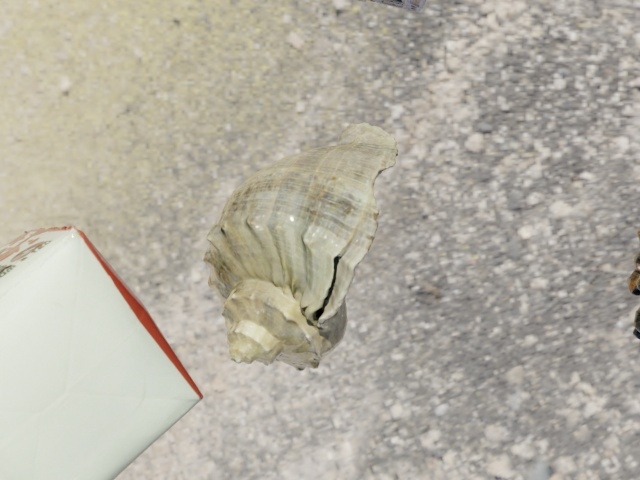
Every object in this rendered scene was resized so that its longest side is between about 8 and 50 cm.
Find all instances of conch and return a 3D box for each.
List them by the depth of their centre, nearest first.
[{"bbox_3d":[0.000,0.000,0.757,0.155,0.207,0.130,2,139,50],"label":"conch"}]

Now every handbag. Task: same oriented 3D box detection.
[{"bbox_3d":[-0.228,0.092,0.760,0.151,0.171,0.298,56,156,-18],"label":"handbag"}]

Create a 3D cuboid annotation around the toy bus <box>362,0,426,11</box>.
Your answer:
[{"bbox_3d":[0.125,-0.473,1.507,0.133,0.125,0.292,15,87,0],"label":"toy bus"}]

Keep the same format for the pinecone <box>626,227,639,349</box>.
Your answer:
[{"bbox_3d":[0.371,0.057,1.001,0.168,0.185,0.213,-129,44,-68],"label":"pinecone"}]
